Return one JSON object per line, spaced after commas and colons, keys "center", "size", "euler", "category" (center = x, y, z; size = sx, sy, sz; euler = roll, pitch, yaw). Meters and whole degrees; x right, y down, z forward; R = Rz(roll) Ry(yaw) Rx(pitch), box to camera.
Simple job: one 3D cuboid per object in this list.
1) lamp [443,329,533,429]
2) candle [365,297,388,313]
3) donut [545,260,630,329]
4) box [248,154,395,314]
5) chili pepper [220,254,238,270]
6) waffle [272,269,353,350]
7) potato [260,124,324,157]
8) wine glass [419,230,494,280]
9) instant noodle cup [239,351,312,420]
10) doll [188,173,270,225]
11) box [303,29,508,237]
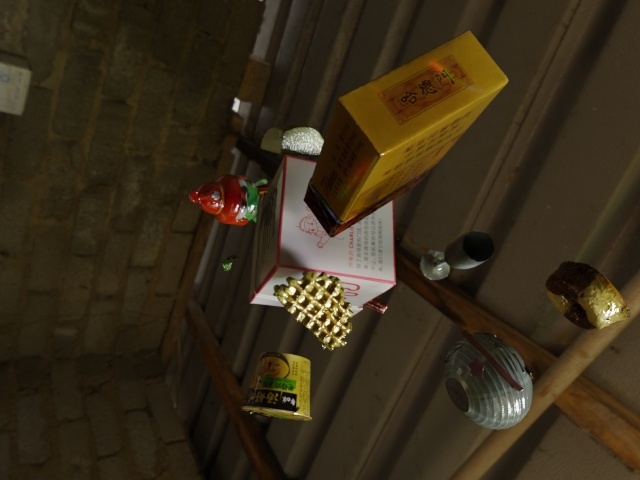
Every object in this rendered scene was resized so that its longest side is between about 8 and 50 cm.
{"center": [0.469, 0.385, 1.343], "size": [0.265, 0.233, 0.233], "euler": [51, -55, 37], "category": "lamp"}
{"center": [0.111, 0.197, 1.859], "size": [0.329, 0.048, 0.051], "euler": [26, -63, 24], "category": "candle"}
{"center": [0.450, 0.098, 0.819], "size": [0.059, 0.140, 0.140], "euler": [-36, -135, -4], "category": "donut"}
{"center": [0.000, 0.000, 1.254], "size": [0.300, 0.312, 0.314], "euler": [132, -36, -60], "category": "box"}
{"center": [-0.263, 0.061, 1.367], "size": [0.091, 0.034, 0.030], "euler": [-43, -168, 53], "category": "chili pepper"}
{"center": [-0.009, 0.150, 0.987], "size": [0.046, 0.161, 0.192], "euler": [19, -58, 60], "category": "waffle"}
{"center": [-0.068, -0.265, 1.250], "size": [0.120, 0.149, 0.081], "euler": [29, -65, 49], "category": "potato"}
{"center": [0.233, 0.028, 0.838], "size": [0.198, 0.066, 0.066], "euler": [117, -29, -77], "category": "wine glass"}
{"center": [-0.087, 0.306, 1.007], "size": [0.151, 0.151, 0.122], "euler": [-26, -129, 50], "category": "instant noodle cup"}
{"center": [-0.307, -0.145, 1.710], "size": [0.160, 0.363, 0.182], "euler": [0, -92, 43], "category": "doll"}
{"center": [0.124, -0.164, 0.892], "size": [0.116, 0.264, 0.415], "euler": [55, -15, 8], "category": "box"}
